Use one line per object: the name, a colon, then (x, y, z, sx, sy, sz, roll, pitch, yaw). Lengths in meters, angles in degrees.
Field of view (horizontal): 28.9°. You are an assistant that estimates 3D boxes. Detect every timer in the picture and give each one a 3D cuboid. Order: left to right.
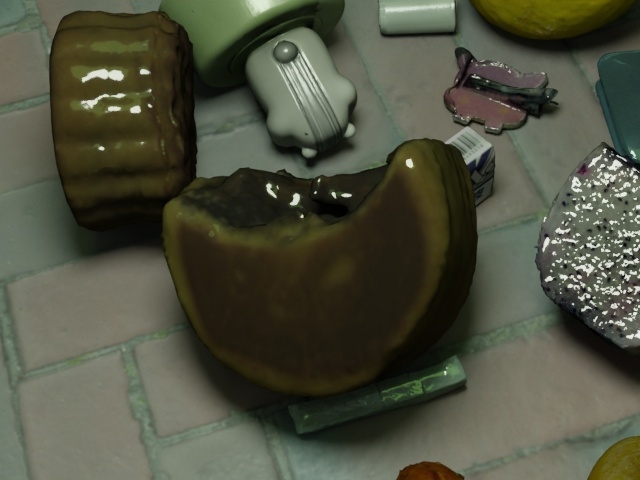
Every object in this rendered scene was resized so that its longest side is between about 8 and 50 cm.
timer: (-0.057, -0.278, 1.918, 0.290, 0.291, 0.315, -26, 81, -15)

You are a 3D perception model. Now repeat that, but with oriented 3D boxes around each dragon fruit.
dragon fruit: (0.430, 0.034, 1.699, 0.283, 0.204, 0.221, 42, 96, 19)

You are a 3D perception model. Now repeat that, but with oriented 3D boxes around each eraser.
eraser: (0.157, -0.062, 1.808, 0.210, 0.124, 0.068, -36, 62, -20)

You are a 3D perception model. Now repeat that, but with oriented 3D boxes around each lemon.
lemon: (0.380, -0.483, 1.972, 0.347, 0.348, 0.348, -1, 55, 2)

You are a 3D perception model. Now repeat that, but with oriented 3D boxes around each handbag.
handbag: (0.532, -0.203, 1.915, 0.179, 0.062, 0.229, -10, 55, 6)

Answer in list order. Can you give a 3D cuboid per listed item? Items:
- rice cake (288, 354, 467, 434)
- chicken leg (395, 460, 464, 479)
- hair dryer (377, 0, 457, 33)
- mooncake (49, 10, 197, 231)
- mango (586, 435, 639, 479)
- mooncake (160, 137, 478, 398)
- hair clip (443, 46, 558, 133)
rice cake: (0.079, 0.210, 1.672, 0.245, 0.042, 0.045, -15, 72, -9)
chicken leg: (0.153, 0.411, 1.510, 0.113, 0.093, 0.304, 0, 59, -11)
hair dryer: (0.159, -0.446, 2.111, 0.131, 0.073, 0.236, -2, 53, 2)
mooncake: (-0.274, -0.176, 1.790, 0.187, 0.324, 0.324, -4, 55, 0)
mango: (0.424, 0.380, 1.455, 0.221, 0.199, 0.384, -10, 43, 0)
mooncake: (0.000, 0.000, 1.624, 0.394, 0.246, 0.393, 36, 105, 20)
hair clip: (0.285, -0.233, 1.974, 0.187, 0.056, 0.146, 13, 57, 21)
